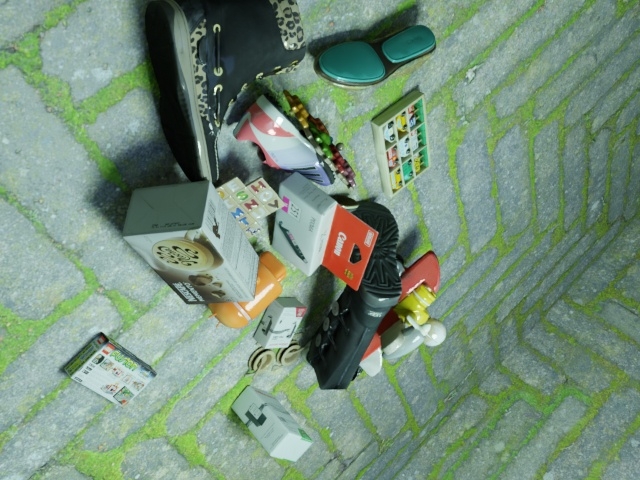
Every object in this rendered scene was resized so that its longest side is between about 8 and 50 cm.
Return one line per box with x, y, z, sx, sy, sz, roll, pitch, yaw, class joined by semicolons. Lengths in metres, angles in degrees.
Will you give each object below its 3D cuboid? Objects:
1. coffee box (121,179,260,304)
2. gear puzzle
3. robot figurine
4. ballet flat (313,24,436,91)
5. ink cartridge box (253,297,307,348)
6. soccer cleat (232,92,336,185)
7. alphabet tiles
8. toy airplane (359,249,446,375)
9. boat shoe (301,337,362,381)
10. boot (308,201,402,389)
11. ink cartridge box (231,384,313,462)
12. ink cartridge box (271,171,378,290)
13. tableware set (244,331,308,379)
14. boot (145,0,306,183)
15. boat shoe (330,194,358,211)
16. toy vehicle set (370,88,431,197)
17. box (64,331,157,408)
-0.255;0.015;1.404;0.297;0.168;0.118;65;25;-55;coffee box
-0.002;-0.237;1.472;0.044;0.175;0.339;-32;153;9;gear puzzle
-0.182;0.124;1.649;0.219;0.158;0.128;-44;115;-12;robot figurine
0.120;-0.404;1.566;0.349;0.123;0.123;-26;137;-29;ballet flat
-0.111;0.228;1.874;0.099;0.056;0.135;6;114;-51;ink cartridge box
-0.075;-0.200;1.528;0.116;0.108;0.318;-41;143;5;soccer cleat
-0.203;-0.052;1.497;0.237;0.009;0.198;-29;144;9;alphabet tiles
0.246;0.258;2.079;0.386;0.272;0.384;-59;175;-35;toy airplane
0.068;0.401;2.167;0.127;0.113;0.340;-50;144;-5;boat shoe
0.086;0.162;1.912;0.146;0.367;0.445;11;135;-8;boot
-0.142;0.530;1.967;0.087;0.208;0.153;-49;143;0;ink cartridge box
0.000;0.000;1.589;0.060;0.239;0.275;-43;162;-29;ink cartridge box
-0.124;0.342;1.969;0.194;0.039;0.128;-4;122;-46;tableware set
-0.167;-0.302;1.308;0.284;0.138;0.377;-29;132;-29;boot
0.032;-0.084;1.778;0.152;0.056;0.049;-5;128;-34;boat shoe
0.225;-0.260;1.851;0.166;0.035;0.266;-39;142;-18;toy vehicle set
-0.474;0.301;1.553;0.114;0.036;0.207;-45;143;-10;box
